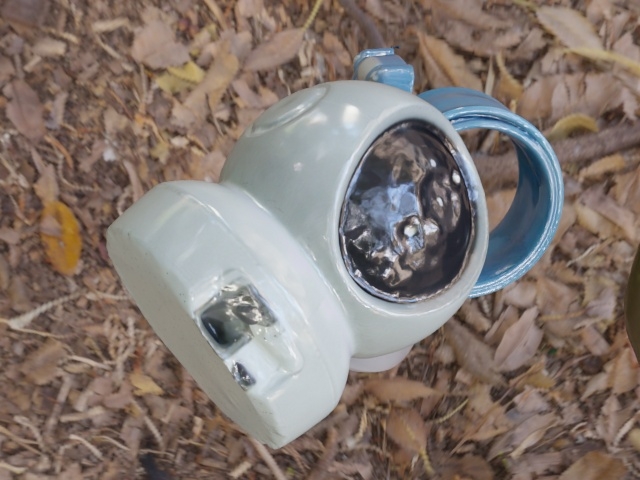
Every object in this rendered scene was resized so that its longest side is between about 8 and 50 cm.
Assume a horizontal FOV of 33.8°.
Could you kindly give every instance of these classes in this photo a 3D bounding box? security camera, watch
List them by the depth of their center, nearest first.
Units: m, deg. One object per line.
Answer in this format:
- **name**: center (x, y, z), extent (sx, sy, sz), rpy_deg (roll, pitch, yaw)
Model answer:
- **security camera**: center (0.000, 0.000, 0.712), extent (0.236, 0.194, 0.194), rpy_deg (-36, 76, -19)
- **watch**: center (0.108, -0.055, 0.910), extent (0.193, 0.211, 0.211), rpy_deg (11, 76, -13)

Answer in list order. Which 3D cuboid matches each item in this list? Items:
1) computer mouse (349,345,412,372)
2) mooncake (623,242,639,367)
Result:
- **computer mouse**: center (0.054, 0.015, 1.308), extent (0.184, 0.121, 0.297), rpy_deg (23, 56, -18)
- **mooncake**: center (0.529, 0.060, 0.968), extent (0.467, 0.262, 0.467), rpy_deg (11, 109, 34)
